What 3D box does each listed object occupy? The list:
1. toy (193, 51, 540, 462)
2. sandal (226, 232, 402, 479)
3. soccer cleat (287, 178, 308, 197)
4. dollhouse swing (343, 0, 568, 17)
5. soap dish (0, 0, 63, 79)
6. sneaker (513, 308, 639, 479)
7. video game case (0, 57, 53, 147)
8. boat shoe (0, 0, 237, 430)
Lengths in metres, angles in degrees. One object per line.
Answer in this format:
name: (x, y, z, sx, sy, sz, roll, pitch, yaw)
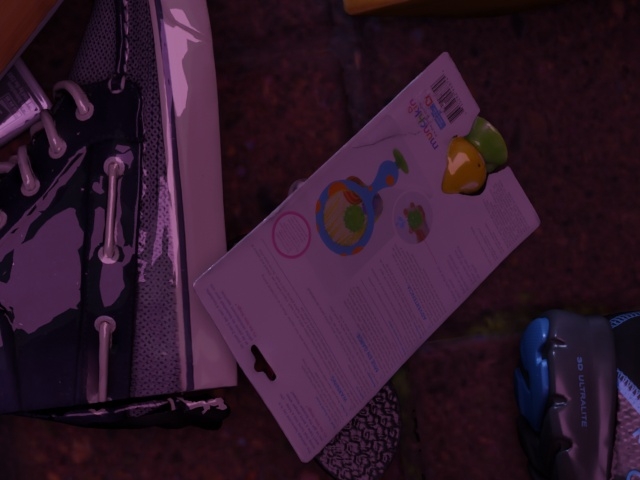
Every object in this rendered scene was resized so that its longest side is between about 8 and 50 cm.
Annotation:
toy: (0.024, 0.006, 1.119, 0.237, 0.056, 0.137, -42, 115, -25)
sandal: (-0.007, 0.075, 1.150, 0.067, 0.040, 0.179, -29, 74, -12)
soccer cleat: (0.000, 0.000, 1.152, 0.029, 0.035, 0.083, -18, 87, -6)
dollhouse swing: (0.194, -0.330, 1.182, 0.315, 0.305, 0.347, -9, 86, 36)
soap dish: (-0.309, -0.167, 1.054, 0.291, 0.118, 0.229, 33, 79, 19)
sneaker: (0.202, 0.210, 1.110, 0.140, 0.125, 0.341, -2, 87, -7)
video game case: (-0.291, -0.113, 1.143, 0.173, 0.022, 0.190, -34, 89, -6)
boat shoe: (-0.145, -0.048, 1.096, 0.158, 0.127, 0.340, -5, 87, -13)
